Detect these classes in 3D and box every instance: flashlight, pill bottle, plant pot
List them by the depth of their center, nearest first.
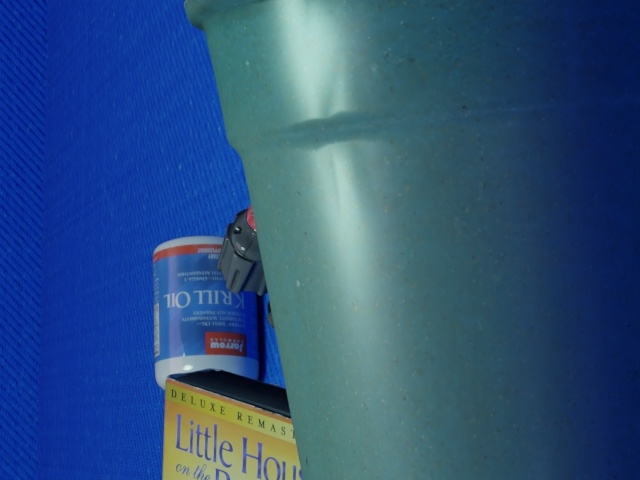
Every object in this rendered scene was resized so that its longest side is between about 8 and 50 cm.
[{"bbox_3d":[0.107,0.013,0.896,0.341,0.341,0.334,176,89,-71],"label":"plant pot"},{"bbox_3d":[-0.041,-0.064,1.628,0.304,0.103,0.103,112,150,-42],"label":"flashlight"},{"bbox_3d":[-0.133,0.114,1.833,0.124,0.124,0.221,142,126,-65],"label":"pill bottle"}]

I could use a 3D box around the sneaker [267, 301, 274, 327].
[{"bbox_3d":[0.000,0.000,1.480,0.130,0.087,0.227,67,150,16],"label":"sneaker"}]

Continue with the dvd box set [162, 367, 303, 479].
[{"bbox_3d":[-0.009,0.330,1.179,0.308,0.062,0.420,10,101,44],"label":"dvd box set"}]
